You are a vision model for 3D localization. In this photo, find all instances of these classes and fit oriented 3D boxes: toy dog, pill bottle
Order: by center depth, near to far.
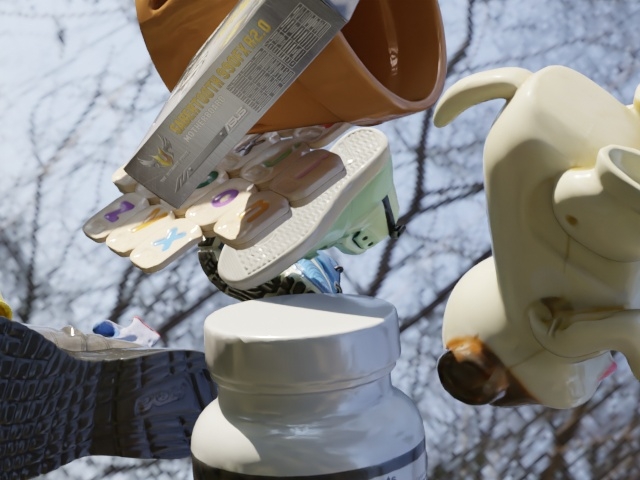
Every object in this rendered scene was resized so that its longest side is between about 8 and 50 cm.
[{"bbox_3d":[-0.005,0.185,0.988,0.162,0.162,0.278,11,-72,58],"label":"pill bottle"},{"bbox_3d":[0.275,0.031,1.672,0.395,0.284,0.408,21,-55,3],"label":"toy dog"}]

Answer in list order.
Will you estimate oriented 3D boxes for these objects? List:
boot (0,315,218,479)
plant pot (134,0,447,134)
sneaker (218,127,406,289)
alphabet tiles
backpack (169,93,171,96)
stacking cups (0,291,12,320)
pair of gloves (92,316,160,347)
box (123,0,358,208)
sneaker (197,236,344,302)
[{"bbox_3d":[-0.261,0.110,1.090,0.222,0.118,0.338,6,-8,42],"label":"boot"},{"bbox_3d":[-0.037,-0.226,1.366,0.203,0.291,0.291,-19,-72,27],"label":"plant pot"},{"bbox_3d":[0.001,0.000,1.696,0.094,0.256,0.151,36,-21,38],"label":"sneaker"},{"bbox_3d":[-0.100,-0.066,1.470,0.284,0.278,0.021,24,-32,53],"label":"alphabet tiles"},{"bbox_3d":[-0.145,-0.227,2.351,0.173,0.117,0.158,37,-11,-15],"label":"backpack"},{"bbox_3d":[-0.494,-0.010,1.922,0.096,0.096,0.316,90,-22,-53],"label":"stacking cups"},{"bbox_3d":[-0.218,0.168,1.938,0.198,0.023,0.159,41,19,-2],"label":"pair of gloves"},{"bbox_3d":[-0.046,-0.153,1.114,0.056,0.183,0.231,38,-52,-11],"label":"box"},{"bbox_3d":[-0.011,0.073,1.755,0.330,0.147,0.130,54,-54,34],"label":"sneaker"}]
